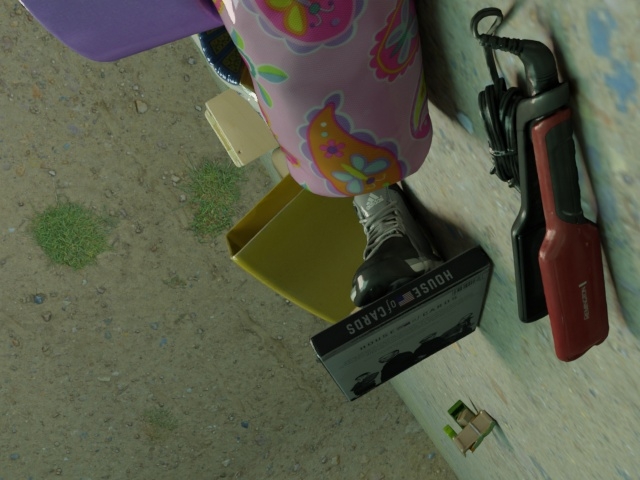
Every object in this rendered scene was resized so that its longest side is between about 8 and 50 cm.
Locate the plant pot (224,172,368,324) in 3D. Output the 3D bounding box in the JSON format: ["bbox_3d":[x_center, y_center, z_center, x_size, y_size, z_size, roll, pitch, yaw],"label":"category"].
[{"bbox_3d":[0.000,0.000,1.040,0.187,0.212,0.212,46,179,-14],"label":"plant pot"}]

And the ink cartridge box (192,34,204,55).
[{"bbox_3d":[-0.179,-0.368,1.102,0.189,0.097,0.255,57,175,14],"label":"ink cartridge box"}]

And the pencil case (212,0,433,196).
[{"bbox_3d":[-0.007,-0.153,0.429,0.124,0.124,0.284,55,175,41],"label":"pencil case"}]

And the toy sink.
[{"bbox_3d":[-0.166,-0.256,1.534,0.153,0.131,0.234,60,176,-10],"label":"toy sink"}]

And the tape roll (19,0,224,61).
[{"bbox_3d":[-0.144,-0.258,0.427,0.275,0.090,0.275,-15,-90,-81],"label":"tape roll"}]

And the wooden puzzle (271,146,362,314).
[{"bbox_3d":[0.029,-0.008,1.472,0.322,0.080,0.348,53,169,49],"label":"wooden puzzle"}]

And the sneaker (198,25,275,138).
[{"bbox_3d":[-0.054,-0.183,0.859,0.297,0.111,0.131,57,176,22],"label":"sneaker"}]

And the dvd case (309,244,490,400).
[{"bbox_3d":[0.089,0.098,0.729,0.030,0.179,0.239,60,177,24],"label":"dvd case"}]

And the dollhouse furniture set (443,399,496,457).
[{"bbox_3d":[0.262,0.327,1.176,0.058,0.076,0.151,46,179,-8],"label":"dollhouse furniture set"}]

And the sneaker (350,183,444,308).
[{"bbox_3d":[0.061,-0.007,0.733,0.132,0.086,0.228,65,-165,8],"label":"sneaker"}]

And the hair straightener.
[{"bbox_3d":[0.114,-0.031,0.402,0.230,0.047,0.089,62,175,-36],"label":"hair straightener"}]
